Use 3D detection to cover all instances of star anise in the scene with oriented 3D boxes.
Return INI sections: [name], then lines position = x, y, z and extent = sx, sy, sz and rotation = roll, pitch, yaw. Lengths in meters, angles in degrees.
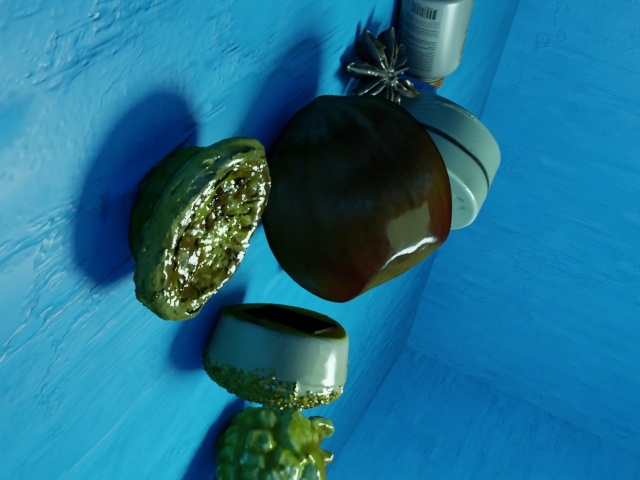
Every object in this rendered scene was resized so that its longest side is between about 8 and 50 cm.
[star anise]
position = 0.118, -0.319, 1.699
extent = 0.209, 0.089, 0.231
rotation = 28, 78, -38

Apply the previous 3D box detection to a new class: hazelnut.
[hazelnut]
position = 0.053, -0.074, 1.498
extent = 0.366, 0.366, 0.366
rotation = -58, 163, -29

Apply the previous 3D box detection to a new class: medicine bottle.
[medicine bottle]
position = 0.248, -0.469, 1.863
extent = 0.157, 0.157, 0.289
rotation = -56, 163, -33

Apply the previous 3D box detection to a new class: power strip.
[power strip]
position = 0.215, -0.182, 1.878
extent = 0.161, 0.357, 0.357
rotation = -62, 165, -21

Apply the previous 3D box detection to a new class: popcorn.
[popcorn]
position = -0.118, 0.510, 1.914
extent = 0.279, 0.274, 0.335
rotation = 47, 22, -41

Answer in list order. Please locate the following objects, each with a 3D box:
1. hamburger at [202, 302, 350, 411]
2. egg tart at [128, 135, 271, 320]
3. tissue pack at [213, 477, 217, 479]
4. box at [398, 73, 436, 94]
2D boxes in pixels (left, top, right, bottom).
[hamburger]
position = -0.079, 0.225, 1.576
extent = 0.294, 0.276, 0.179
rotation = -2, 104, -69
[egg tart]
position = -0.179, -0.027, 1.150
extent = 0.290, 0.115, 0.290
rotation = -55, 161, -29
[tissue pack]
position = -0.155, 0.609, 2.128
extent = 0.246, 0.159, 0.136
rotation = -50, 160, -47
[box]
position = 0.193, -0.303, 1.961
extent = 0.073, 0.139, 0.194
rotation = -60, 165, -21
